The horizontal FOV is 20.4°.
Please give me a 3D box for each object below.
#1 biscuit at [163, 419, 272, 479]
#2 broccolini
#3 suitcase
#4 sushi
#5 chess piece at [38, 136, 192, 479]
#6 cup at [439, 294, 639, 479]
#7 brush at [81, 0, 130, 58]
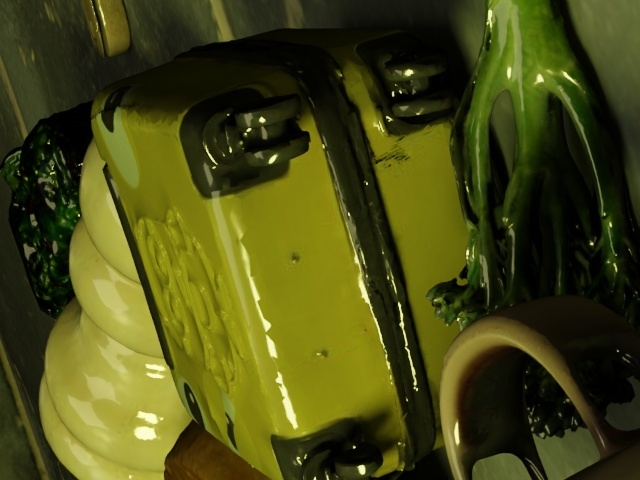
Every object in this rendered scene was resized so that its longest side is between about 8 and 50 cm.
[{"bbox_3d":[0.030,0.248,1.058,0.350,0.070,0.394,52,165,6],"label":"biscuit"},{"bbox_3d":[0.087,-0.025,0.691,0.068,0.091,0.203,-7,-83,-77],"label":"broccolini"},{"bbox_3d":[0.000,0.000,0.816,0.235,0.143,0.194,19,127,67],"label":"suitcase"},{"bbox_3d":[-0.163,-0.017,1.314,0.225,0.127,0.124,110,139,-61],"label":"sushi"},{"bbox_3d":[-0.101,0.028,1.166,0.167,0.167,0.300,59,152,33],"label":"chess piece"},{"bbox_3d":[0.109,0.130,0.563,0.200,0.191,0.253,118,136,-63],"label":"cup"},{"bbox_3d":[-0.205,-0.283,1.270,0.070,0.065,0.327,28,136,61],"label":"brush"}]
